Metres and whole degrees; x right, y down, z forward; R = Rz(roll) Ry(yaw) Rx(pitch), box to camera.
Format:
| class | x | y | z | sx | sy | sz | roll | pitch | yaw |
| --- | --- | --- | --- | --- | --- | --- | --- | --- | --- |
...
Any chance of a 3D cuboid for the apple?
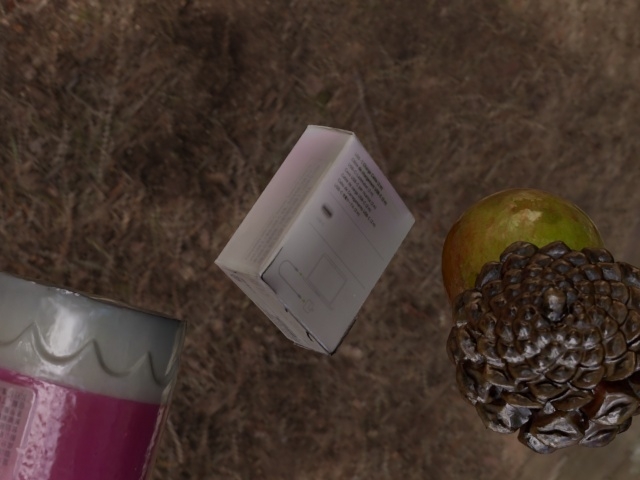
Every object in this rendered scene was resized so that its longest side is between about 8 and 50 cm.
| class | x | y | z | sx | sy | sz | roll | pitch | yaw |
| --- | --- | --- | --- | --- | --- | --- | --- | --- | --- |
| apple | 0.232 | 0.040 | 1.315 | 0.196 | 0.196 | 0.196 | -21 | 130 | -27 |

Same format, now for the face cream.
| class | x | y | z | sx | sy | sz | roll | pitch | yaw |
| --- | --- | --- | --- | --- | --- | --- | --- | --- | --- |
| face cream | -0.212 | 0.136 | 0.939 | 0.175 | 0.175 | 0.194 | 18 | 84 | -45 |

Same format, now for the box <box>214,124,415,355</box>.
| class | x | y | z | sx | sy | sz | roll | pitch | yaw |
| --- | --- | --- | --- | --- | --- | --- | --- | --- | --- |
| box | 0.000 | 0.000 | 1.612 | 0.251 | 0.106 | 0.203 | -56 | 133 | -17 |

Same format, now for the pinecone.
| class | x | y | z | sx | sy | sz | roll | pitch | yaw |
| --- | --- | --- | --- | --- | --- | --- | --- | --- | --- |
| pinecone | 0.220 | 0.104 | 1.072 | 0.208 | 0.208 | 0.207 | -21 | 130 | -27 |
